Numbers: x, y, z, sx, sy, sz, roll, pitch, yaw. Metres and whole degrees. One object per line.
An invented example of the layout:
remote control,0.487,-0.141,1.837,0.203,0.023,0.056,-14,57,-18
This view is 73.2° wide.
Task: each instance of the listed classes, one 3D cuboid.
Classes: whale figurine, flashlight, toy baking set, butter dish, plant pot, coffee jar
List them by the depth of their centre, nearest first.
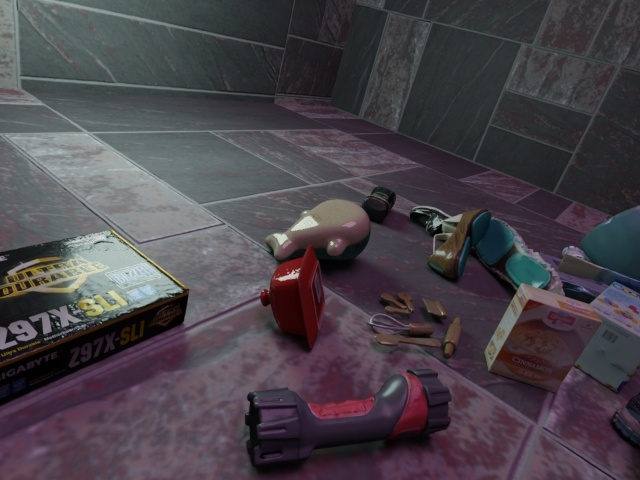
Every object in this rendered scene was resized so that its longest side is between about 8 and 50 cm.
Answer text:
flashlight,0.044,0.249,0.639,0.304,0.103,0.103,4,1,-21
butter dish,-0.060,0.108,0.841,0.118,0.160,0.160,-5,23,11
toy baking set,0.209,0.188,0.944,0.196,0.030,0.256,19,25,14
whale figurine,0.000,0.000,1.121,0.272,0.141,0.216,-22,38,-16
plant pot,1.042,0.037,1.400,0.290,0.290,0.196,2,56,-27
coffee jar,0.206,-0.130,1.527,0.096,0.079,0.184,24,25,11

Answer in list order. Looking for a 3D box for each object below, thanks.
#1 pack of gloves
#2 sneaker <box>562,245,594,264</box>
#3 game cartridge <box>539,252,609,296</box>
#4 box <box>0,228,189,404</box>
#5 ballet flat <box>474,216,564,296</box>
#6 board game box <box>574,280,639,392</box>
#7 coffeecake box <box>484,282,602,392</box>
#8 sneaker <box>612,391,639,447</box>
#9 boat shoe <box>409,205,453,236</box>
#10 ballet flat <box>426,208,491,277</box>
pack of gloves,0.780,0.128,1.212,0.232,0.195,0.046,26,59,22
sneaker,0.982,0.087,1.566,0.190,0.071,0.083,18,33,20
game cartridge,0.837,0.136,1.369,0.294,0.060,0.196,18,21,-2
box,-0.424,0.096,0.701,0.257,0.079,0.322,32,29,26
ballet flat,0.598,0.077,1.317,0.146,0.147,0.409,10,29,-12
board game box,0.710,0.219,1.034,0.275,0.142,0.144,-11,37,-44
coffeecake box,0.441,0.197,0.870,0.142,0.186,0.068,18,25,4
sneaker,0.711,0.344,0.802,0.282,0.122,0.110,12,26,-8
boat shoe,0.400,-0.054,1.490,0.079,0.084,0.233,-35,46,-28
ballet flat,0.418,-0.007,1.324,0.124,0.116,0.342,13,42,31
